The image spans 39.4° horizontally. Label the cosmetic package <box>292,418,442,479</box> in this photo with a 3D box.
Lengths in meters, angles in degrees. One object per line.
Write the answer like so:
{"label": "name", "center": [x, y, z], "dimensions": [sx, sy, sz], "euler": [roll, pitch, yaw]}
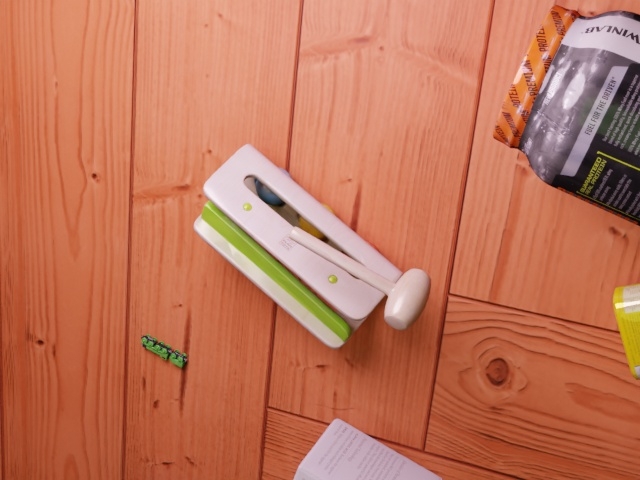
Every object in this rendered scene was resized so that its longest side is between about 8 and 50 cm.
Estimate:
{"label": "cosmetic package", "center": [0.050, 0.387, 1.285], "dimensions": [0.183, 0.151, 0.151], "euler": [28, 115, 12]}

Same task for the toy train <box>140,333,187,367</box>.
{"label": "toy train", "center": [-0.248, 0.174, 1.411], "dimensions": [0.083, 0.017, 0.024], "euler": [25, 124, 12]}

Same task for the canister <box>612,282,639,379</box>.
{"label": "canister", "center": [0.454, 0.099, 1.082], "dimensions": [0.170, 0.073, 0.126], "euler": [-13, 102, 26]}

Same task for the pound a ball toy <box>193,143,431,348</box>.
{"label": "pound a ball toy", "center": [0.000, 0.000, 1.175], "dimensions": [0.319, 0.136, 0.208], "euler": [39, 152, 6]}

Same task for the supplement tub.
{"label": "supplement tub", "center": [0.375, -0.116, 0.970], "dimensions": [0.338, 0.207, 0.207], "euler": [26, 114, 11]}
